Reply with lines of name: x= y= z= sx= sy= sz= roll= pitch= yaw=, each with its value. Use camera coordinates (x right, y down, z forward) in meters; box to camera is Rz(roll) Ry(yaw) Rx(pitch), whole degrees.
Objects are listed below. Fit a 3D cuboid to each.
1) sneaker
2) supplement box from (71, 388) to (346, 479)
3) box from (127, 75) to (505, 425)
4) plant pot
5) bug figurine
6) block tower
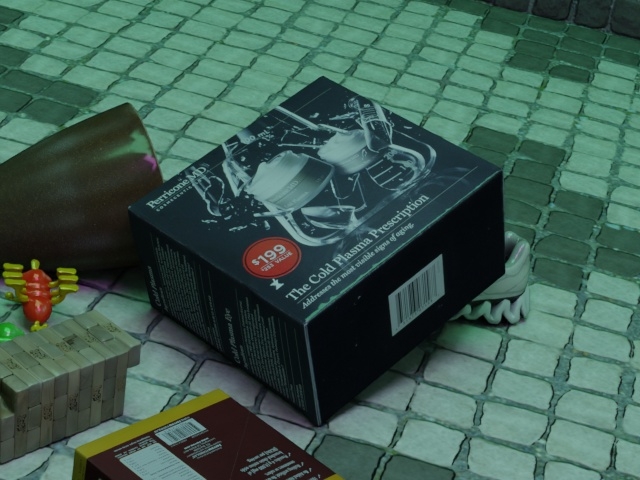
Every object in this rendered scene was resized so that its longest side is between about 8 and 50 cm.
sneaker: x=0.155 y=0.054 z=1.966 sx=0.292 sy=0.118 sz=0.110 roll=-10 pitch=36 yaw=-31
supplement box: x=-0.110 y=0.270 z=1.459 sx=0.194 sy=0.129 sz=0.191 roll=31 pitch=34 yaw=34
box: x=0.000 y=0.000 z=1.842 sx=0.312 sy=0.179 sz=0.343 roll=30 pitch=54 yaw=35
plant pot: x=-0.329 y=-0.046 z=1.927 sx=0.230 sy=0.215 sz=0.215 roll=-16 pitch=35 yaw=-16
bug figurine: x=-0.428 y=0.084 z=1.762 sx=0.279 sy=0.072 sz=0.216 roll=7 pitch=34 yaw=-16
block tower: x=-0.350 y=0.176 z=1.597 sx=0.335 sy=0.097 sz=0.091 roll=-20 pitch=40 yaw=-41
